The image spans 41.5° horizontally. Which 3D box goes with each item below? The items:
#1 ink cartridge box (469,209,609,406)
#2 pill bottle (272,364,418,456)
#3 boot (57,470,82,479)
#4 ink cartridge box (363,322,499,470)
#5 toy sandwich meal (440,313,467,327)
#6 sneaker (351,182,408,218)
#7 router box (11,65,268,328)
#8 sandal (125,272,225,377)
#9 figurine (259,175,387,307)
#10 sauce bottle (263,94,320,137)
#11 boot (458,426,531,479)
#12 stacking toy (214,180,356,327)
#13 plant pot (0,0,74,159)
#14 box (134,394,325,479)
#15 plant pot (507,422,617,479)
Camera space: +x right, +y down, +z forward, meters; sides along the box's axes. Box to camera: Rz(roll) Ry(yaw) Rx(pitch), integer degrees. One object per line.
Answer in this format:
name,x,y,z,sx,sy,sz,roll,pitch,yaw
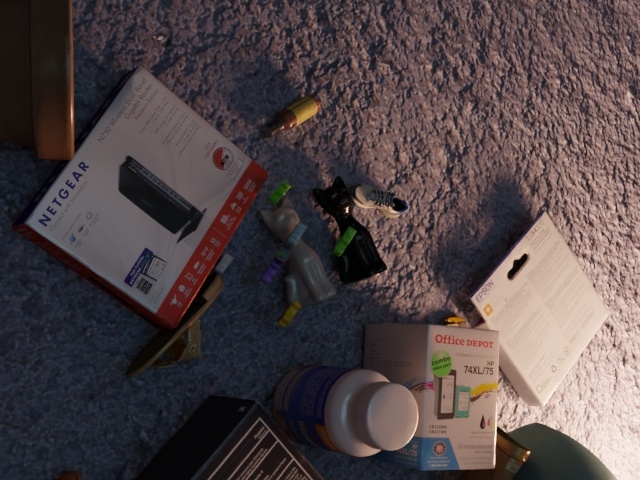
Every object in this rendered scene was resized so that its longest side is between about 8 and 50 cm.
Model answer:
ink cartridge box,0.496,0.153,1.951,0.324,0.071,0.330,-44,106,-28
pill bottle,0.044,0.303,1.509,0.152,0.272,0.152,3,84,-33
boot,-0.468,0.409,1.278,0.152,0.073,0.197,40,63,-20
ink cartridge box,0.213,0.302,1.668,0.198,0.197,0.269,9,81,-34
toy sandwich meal,0.291,0.198,1.830,0.086,0.029,0.085,3,84,-34
sneaker,0.124,-0.086,1.726,0.135,0.058,0.052,18,76,-31
router box,-0.292,-0.069,1.429,0.301,0.082,0.335,39,66,-25
sandal,-0.226,0.166,1.452,0.079,0.088,0.240,49,57,-19
figurine,0.000,0.000,1.628,0.215,0.092,0.209,-23,91,-32
sauce bottle,-0.057,-0.238,1.627,0.128,0.042,0.042,-35,105,-29
boot,0.294,0.502,1.738,0.089,0.236,0.269,29,91,-17
stacking toy,-0.066,0.023,1.532,0.167,0.052,0.221,37,82,-4
plant pot,-0.481,-0.253,1.240,0.230,0.263,0.262,0,86,-17
box,-0.153,0.466,1.416,0.296,0.183,0.294,-47,112,-29
plant pot,0.459,0.506,1.798,0.290,0.290,0.195,-4,54,-34
